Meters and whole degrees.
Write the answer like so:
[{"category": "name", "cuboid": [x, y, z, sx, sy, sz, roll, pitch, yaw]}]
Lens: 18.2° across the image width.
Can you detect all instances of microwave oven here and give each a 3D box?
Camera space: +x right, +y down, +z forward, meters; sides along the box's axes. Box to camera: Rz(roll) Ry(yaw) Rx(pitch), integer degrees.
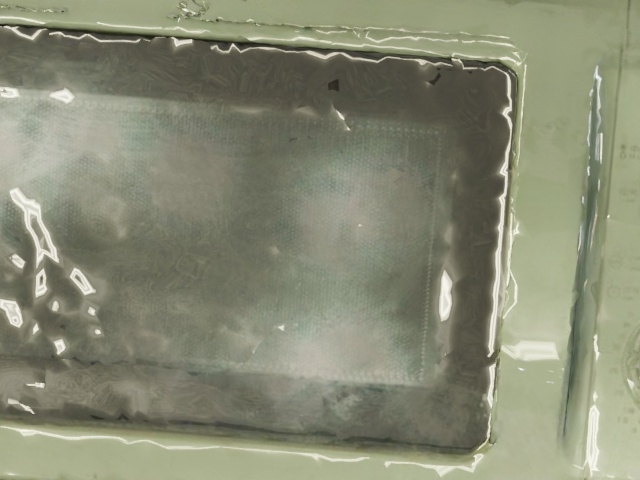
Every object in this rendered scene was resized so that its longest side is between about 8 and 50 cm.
[{"category": "microwave oven", "cuboid": [0.000, 0.000, 0.477, 0.205, 0.163, 0.129, 4, 94, 5]}]
